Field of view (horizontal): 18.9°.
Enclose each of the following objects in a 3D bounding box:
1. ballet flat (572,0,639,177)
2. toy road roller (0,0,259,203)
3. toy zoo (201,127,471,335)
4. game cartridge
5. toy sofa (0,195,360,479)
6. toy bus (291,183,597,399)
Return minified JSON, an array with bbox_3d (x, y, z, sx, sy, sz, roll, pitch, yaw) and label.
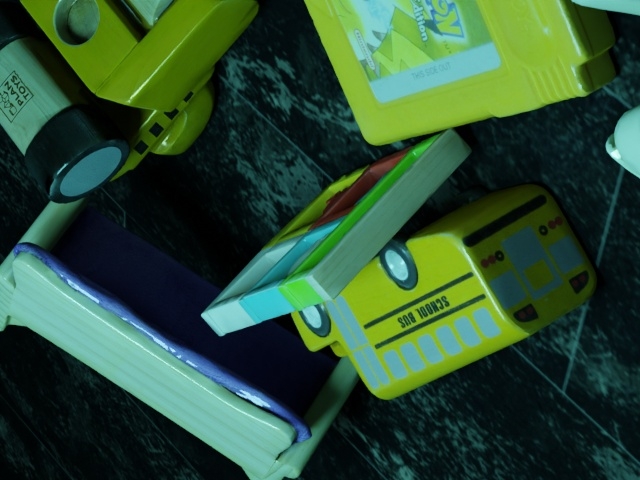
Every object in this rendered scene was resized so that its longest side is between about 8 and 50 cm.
[{"bbox_3d":[0.226,-0.145,1.137,0.164,0.182,0.483,-20,86,62],"label":"ballet flat"},{"bbox_3d":[-0.184,-0.200,1.891,0.329,0.240,0.202,-47,70,21],"label":"toy road roller"},{"bbox_3d":[0.000,0.000,1.710,0.030,0.192,0.293,48,156,-10],"label":"toy zoo"},{"bbox_3d":[0.081,-0.228,1.535,0.323,0.052,0.285,-10,106,61],"label":"game cartridge"},{"bbox_3d":[-0.142,0.090,1.938,0.362,0.150,0.177,33,149,3],"label":"toy sofa"},{"bbox_3d":[0.098,0.049,1.689,0.130,0.108,0.332,59,151,2],"label":"toy bus"}]
